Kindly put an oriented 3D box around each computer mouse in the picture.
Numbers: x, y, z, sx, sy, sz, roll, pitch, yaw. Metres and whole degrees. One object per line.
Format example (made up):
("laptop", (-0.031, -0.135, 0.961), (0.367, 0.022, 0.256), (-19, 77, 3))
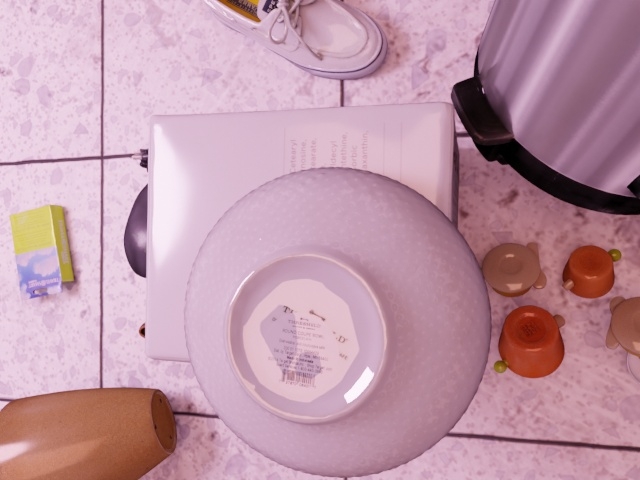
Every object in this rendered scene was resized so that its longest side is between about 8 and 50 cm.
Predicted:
("computer mouse", (-0.277, -0.067, 0.963), (0.188, 0.072, 0.272), (3, 62, 12))

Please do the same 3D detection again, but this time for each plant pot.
("plant pot", (-0.400, 0.362, 0.984), (0.254, 0.237, 0.237), (-18, 84, -1))

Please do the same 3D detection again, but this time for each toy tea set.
("toy tea set", (0.412, 0.105, 0.825), (0.335, 0.124, 0.200), (-4, 58, 19))

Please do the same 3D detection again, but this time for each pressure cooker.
("pressure cooker", (0.381, -0.238, 0.624), (0.369, 0.420, 0.376), (24, 67, 9))

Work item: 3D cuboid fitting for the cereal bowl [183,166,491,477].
("cereal bowl", (0.004, 0.086, 0.566), (0.338, 0.141, 0.339), (0, 90, 14))

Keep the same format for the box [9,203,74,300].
("box", (-0.567, 0.025, 1.112), (0.108, 0.042, 0.178), (-12, 86, 16))

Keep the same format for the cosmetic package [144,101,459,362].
("cosmetic package", (0.000, 0.000, 0.808), (0.393, 0.329, 0.328), (1, 90, 15))

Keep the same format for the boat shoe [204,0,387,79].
("boat shoe", (-0.062, -0.394, 0.924), (0.367, 0.156, 0.136), (31, 97, 15))

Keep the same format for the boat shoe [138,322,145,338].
("boat shoe", (-0.253, 0.178, 1.013), (0.177, 0.060, 0.064), (5, 90, 15))

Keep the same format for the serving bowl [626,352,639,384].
("serving bowl", (0.502, 0.181, 0.820), (0.083, 0.027, 0.084), (-1, 88, 16))
